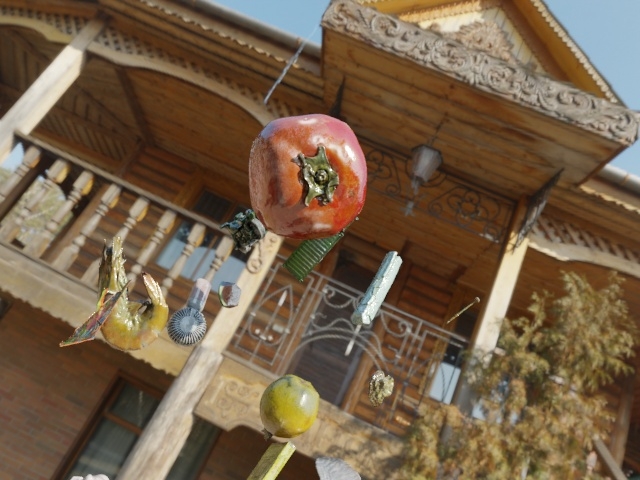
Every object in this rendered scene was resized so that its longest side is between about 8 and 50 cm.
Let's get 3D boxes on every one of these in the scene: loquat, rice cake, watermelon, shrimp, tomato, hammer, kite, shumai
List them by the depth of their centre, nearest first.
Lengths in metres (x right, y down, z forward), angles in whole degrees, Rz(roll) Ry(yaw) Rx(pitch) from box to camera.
[{"bbox_3d":[-0.414,0.142,0.952,0.010,0.190,0.159,31,-47,2],"label":"kite"},{"bbox_3d":[-0.412,0.113,1.090,0.149,0.249,0.068,-14,4,-8],"label":"shrimp"},{"bbox_3d":[-0.041,-0.163,1.345,0.290,0.292,0.326,-154,-128,-72],"label":"tomato"},{"bbox_3d":[0.422,0.210,1.519,0.014,0.123,0.029,56,5,39],"label":"hammer"},{"bbox_3d":[-0.286,0.175,1.613,0.072,0.085,0.092,7,-2,4],"label":"watermelon"},{"bbox_3d":[-0.124,0.596,1.786,0.213,0.246,0.213,37,-3,3],"label":"loquat"},{"bbox_3d":[0.209,0.176,1.860,0.066,0.336,0.063,-19,-59,47],"label":"rice cake"},{"bbox_3d":[0.245,0.609,2.066,0.105,0.139,0.123,20,-27,37],"label":"shumai"}]

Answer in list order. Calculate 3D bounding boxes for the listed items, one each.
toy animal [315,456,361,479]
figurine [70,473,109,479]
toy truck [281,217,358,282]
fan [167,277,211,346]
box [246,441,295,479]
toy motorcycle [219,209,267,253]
[{"bbox_3d":[0.095,0.554,1.009,0.283,0.225,0.302,-5,-25,21],"label":"toy animal"},{"bbox_3d":[-0.756,0.821,1.654,0.228,0.138,0.112,-4,5,9],"label":"figurine"},{"bbox_3d":[0.000,0.000,1.532,0.088,0.259,0.121,41,3,1],"label":"toy truck"},{"bbox_3d":[-0.446,0.248,1.784,0.130,0.245,0.074,23,-27,-12],"label":"fan"},{"bbox_3d":[-0.206,0.823,1.760,0.041,0.279,0.153,45,-37,-4],"label":"box"},{"bbox_3d":[-0.203,-0.066,1.695,0.127,0.205,0.275,54,-29,-4],"label":"toy motorcycle"}]
